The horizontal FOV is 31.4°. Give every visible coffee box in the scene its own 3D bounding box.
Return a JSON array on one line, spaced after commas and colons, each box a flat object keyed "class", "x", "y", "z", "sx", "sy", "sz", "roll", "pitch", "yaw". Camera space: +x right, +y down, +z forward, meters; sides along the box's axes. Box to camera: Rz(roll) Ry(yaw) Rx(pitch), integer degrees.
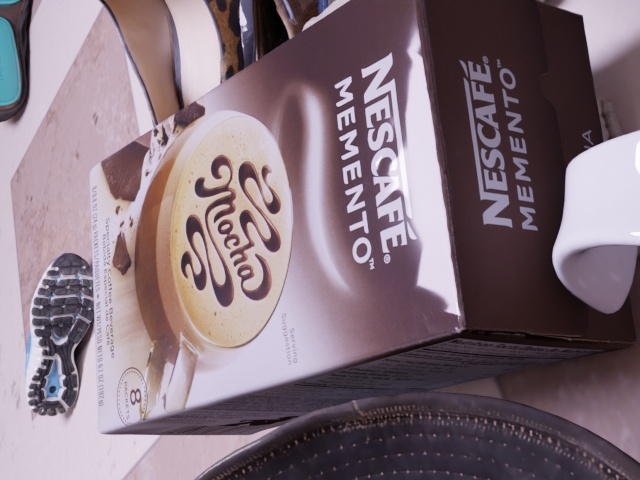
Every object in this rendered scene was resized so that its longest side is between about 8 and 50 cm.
[{"class": "coffee box", "x": 0.000, "y": 0.000, "z": 0.599, "sx": 0.297, "sy": 0.118, "sz": 0.168, "roll": -23, "pitch": 66, "yaw": 47}]

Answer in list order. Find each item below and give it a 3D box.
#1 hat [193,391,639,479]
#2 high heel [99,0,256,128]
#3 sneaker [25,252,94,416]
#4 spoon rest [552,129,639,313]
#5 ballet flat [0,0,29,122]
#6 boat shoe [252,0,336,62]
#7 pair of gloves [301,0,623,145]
[{"class": "hat", "x": 0.030, "y": 0.225, "z": 0.416, "sx": 0.331, "sy": 0.134, "sz": 0.332, "roll": -1, "pitch": 86, "yaw": 16}, {"class": "high heel", "x": -0.108, "y": -0.115, "z": 0.777, "sx": 0.093, "sy": 0.261, "sz": 0.186, "roll": 5, "pitch": 82, "yaw": 26}, {"class": "sneaker", "x": -0.269, "y": 0.088, "z": 1.132, "sx": 0.073, "sy": 0.063, "sz": 0.162, "roll": 28, "pitch": 105, "yaw": 60}, {"class": "spoon rest", "x": 0.177, "y": -0.009, "z": 0.354, "sx": 0.276, "sy": 0.084, "sz": 0.137, "roll": -6, "pitch": 70, "yaw": 53}, {"class": "ballet flat", "x": -0.414, "y": -0.279, "z": 1.432, "sx": 0.096, "sy": 0.095, "sz": 0.281, "roll": 148, "pitch": 124, "yaw": -65}, {"class": "boat shoe", "x": -0.023, "y": -0.099, "z": 0.784, "sx": 0.066, "sy": 0.066, "sz": 0.183, "roll": -33, "pitch": 55, "yaw": 50}, {"class": "pair of gloves", "x": 0.076, "y": -0.074, "z": 0.646, "sx": 0.204, "sy": 0.042, "sz": 0.240, "roll": -35, "pitch": 59, "yaw": 43}]
